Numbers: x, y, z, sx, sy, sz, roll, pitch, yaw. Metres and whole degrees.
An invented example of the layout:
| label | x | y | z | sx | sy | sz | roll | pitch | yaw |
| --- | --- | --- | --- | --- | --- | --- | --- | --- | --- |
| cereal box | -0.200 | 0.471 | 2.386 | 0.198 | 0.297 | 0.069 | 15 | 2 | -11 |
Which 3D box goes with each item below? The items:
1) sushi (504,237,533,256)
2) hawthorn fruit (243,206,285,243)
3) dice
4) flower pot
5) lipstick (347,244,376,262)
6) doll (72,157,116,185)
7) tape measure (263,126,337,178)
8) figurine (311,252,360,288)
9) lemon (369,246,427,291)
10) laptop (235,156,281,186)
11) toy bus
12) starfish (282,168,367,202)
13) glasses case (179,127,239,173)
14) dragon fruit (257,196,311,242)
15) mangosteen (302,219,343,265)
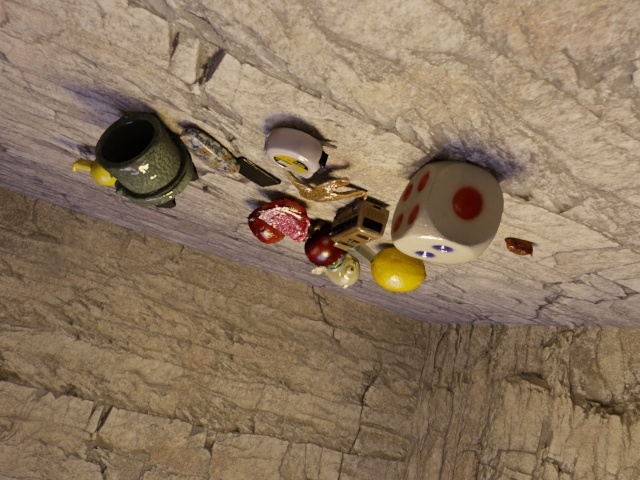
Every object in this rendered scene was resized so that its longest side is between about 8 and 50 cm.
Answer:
| label | x | y | z | sx | sy | sz | roll | pitch | yaw |
| --- | --- | --- | --- | --- | --- | --- | --- | --- | --- |
| sushi | 0.786 | 0.029 | 1.591 | 0.121 | 0.052 | 0.055 | 14 | 164 | 2 |
| hawthorn fruit | -0.263 | -0.082 | 1.905 | 0.181 | 0.181 | 0.235 | 1 | 163 | 39 |
| dice | 0.376 | -0.079 | 1.227 | 0.243 | 0.258 | 0.251 | 20 | 164 | -9 |
| flower pot | -0.611 | -0.261 | 1.418 | 0.300 | 0.298 | 0.282 | 9 | 157 | 19 |
| lipstick | 0.225 | 0.067 | 2.179 | 0.066 | 0.068 | 0.317 | 2 | 160 | 33 |
| doll | -0.893 | -0.309 | 1.811 | 0.364 | 0.145 | 0.199 | 10 | -154 | -18 |
| tape measure | -0.070 | -0.276 | 1.237 | 0.196 | 0.105 | 0.178 | 25 | 168 | -27 |
| figurine | 0.055 | 0.126 | 2.287 | 0.275 | 0.226 | 0.394 | -21 | 141 | 18 |
| lemon | 0.388 | 0.145 | 2.022 | 0.264 | 0.235 | 0.236 | -14 | 156 | 13 |
| laptop | -0.264 | -0.266 | 1.585 | 0.135 | 0.016 | 0.197 | -2 | 156 | 45 |
| toy bus | 0.151 | -0.059 | 1.657 | 0.140 | 0.157 | 0.290 | 21 | 163 | -20 |
| starfish | -0.006 | -0.190 | 1.476 | 0.327 | 0.094 | 0.375 | 23 | 167 | -33 |
| glasses case | -0.386 | -0.313 | 1.433 | 0.087 | 0.065 | 0.248 | 8 | 161 | 32 |
| dragon fruit | -0.157 | -0.115 | 1.785 | 0.262 | 0.162 | 0.189 | 30 | -173 | -35 |
| mangosteen | 0.000 | 0.000 | 1.958 | 0.257 | 0.215 | 0.215 | 46 | 163 | 3 |
